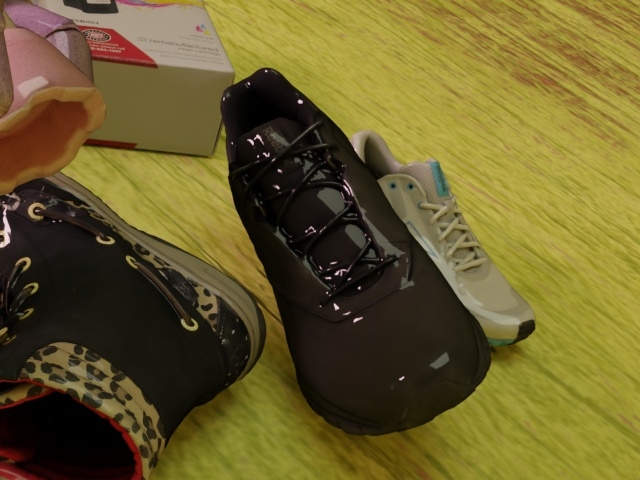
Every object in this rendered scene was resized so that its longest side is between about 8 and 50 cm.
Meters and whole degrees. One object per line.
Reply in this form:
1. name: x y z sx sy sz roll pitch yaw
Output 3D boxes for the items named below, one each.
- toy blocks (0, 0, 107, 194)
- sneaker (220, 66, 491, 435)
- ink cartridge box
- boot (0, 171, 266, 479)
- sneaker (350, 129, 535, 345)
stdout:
1. toy blocks: -0.212 0.003 0.624 0.260 0.288 0.309 52 -3 16
2. sneaker: 0.000 0.000 0.850 0.109 0.130 0.286 -31 38 -4
3. ink cartridge box: -0.147 -0.141 1.075 0.127 0.072 0.175 4 34 -22
4. boot: -0.156 0.036 0.755 0.236 0.085 0.178 25 23 4
5. sneaker: 0.070 -0.006 0.966 0.071 0.083 0.191 -15 45 -45
